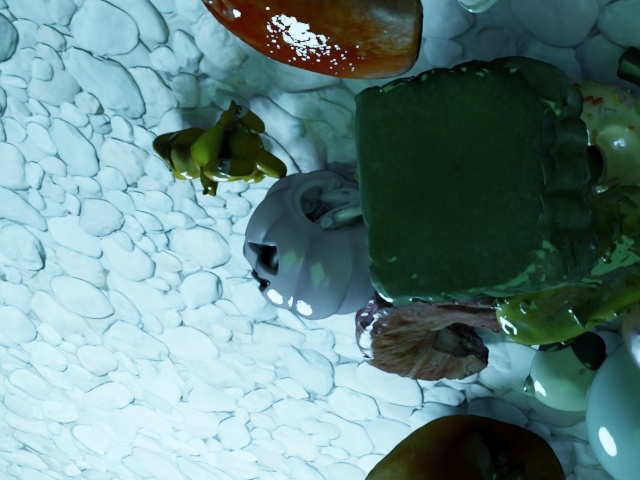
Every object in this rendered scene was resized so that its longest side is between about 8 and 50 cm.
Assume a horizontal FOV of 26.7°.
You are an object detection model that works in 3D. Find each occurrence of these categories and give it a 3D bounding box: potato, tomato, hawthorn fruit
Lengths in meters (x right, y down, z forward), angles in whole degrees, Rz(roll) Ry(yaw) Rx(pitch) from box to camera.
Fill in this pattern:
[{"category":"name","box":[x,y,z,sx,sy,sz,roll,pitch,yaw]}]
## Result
[{"category":"potato","box":[0.265,0.031,1.342,0.117,0.090,0.225,43,124,-6]},{"category":"tomato","box":[-0.040,-0.265,1.230,0.309,0.170,0.309,157,90,-79]},{"category":"hawthorn fruit","box":[0.208,0.359,1.795,0.268,0.267,0.301,35,137,-9]}]

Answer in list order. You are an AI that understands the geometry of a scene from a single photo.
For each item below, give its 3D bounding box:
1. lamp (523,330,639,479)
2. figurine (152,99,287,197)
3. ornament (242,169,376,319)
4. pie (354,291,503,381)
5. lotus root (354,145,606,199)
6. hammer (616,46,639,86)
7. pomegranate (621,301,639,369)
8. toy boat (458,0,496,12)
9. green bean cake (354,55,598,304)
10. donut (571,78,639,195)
[{"category":"lamp","box":[0.368,0.187,1.578,0.244,0.198,0.197,30,146,32]},{"category":"figurine","box":[-0.117,-0.100,1.619,0.176,0.121,0.122,3,164,46]},{"category":"ornament","box":[0.000,0.000,1.582,0.177,0.177,0.177,16,139,14]},{"category":"pie","box":[0.144,0.107,1.660,0.204,0.054,0.218,2,145,-8]},{"category":"lotus root","box":[0.196,-0.051,1.454,0.210,0.142,0.314,-42,105,9]},{"category":"hammer","box":[0.427,-0.114,1.310,0.297,0.027,0.125,25,125,9]},{"category":"pomegranate","box":[0.411,0.087,1.435,0.159,0.159,0.205,-4,174,33]},{"category":"toy boat","box":[0.122,-0.330,1.157,0.141,0.269,0.141,-17,151,-10]},{"category":"green bean cake","box":[0.148,-0.059,1.274,0.223,0.125,0.227,-6,94,33]},{"category":"donut","box":[0.295,-0.100,1.347,0.166,0.108,0.065,47,158,-19]}]
